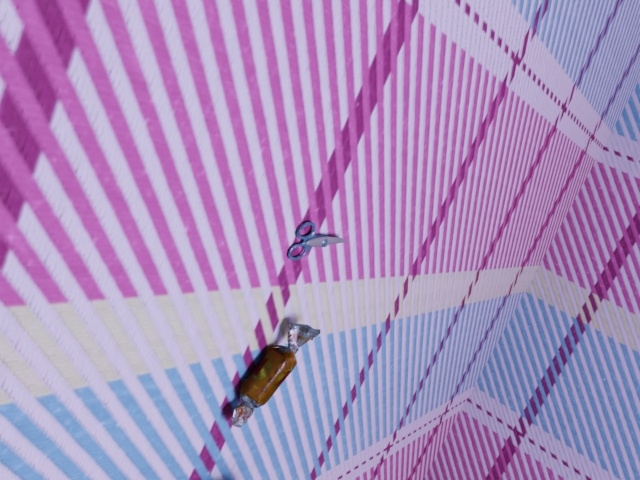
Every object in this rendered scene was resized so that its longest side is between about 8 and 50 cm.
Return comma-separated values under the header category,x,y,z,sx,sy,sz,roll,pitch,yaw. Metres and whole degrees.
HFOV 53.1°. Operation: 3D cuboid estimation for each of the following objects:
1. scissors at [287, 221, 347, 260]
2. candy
category,x,y,z,sx,sy,sz,roll,pitch,yaw
scissors,0.000,0.000,0.879,0.119,0.014,0.058,-3,121,-54
candy,-0.072,0.187,0.914,0.182,0.046,0.053,-50,155,-6
